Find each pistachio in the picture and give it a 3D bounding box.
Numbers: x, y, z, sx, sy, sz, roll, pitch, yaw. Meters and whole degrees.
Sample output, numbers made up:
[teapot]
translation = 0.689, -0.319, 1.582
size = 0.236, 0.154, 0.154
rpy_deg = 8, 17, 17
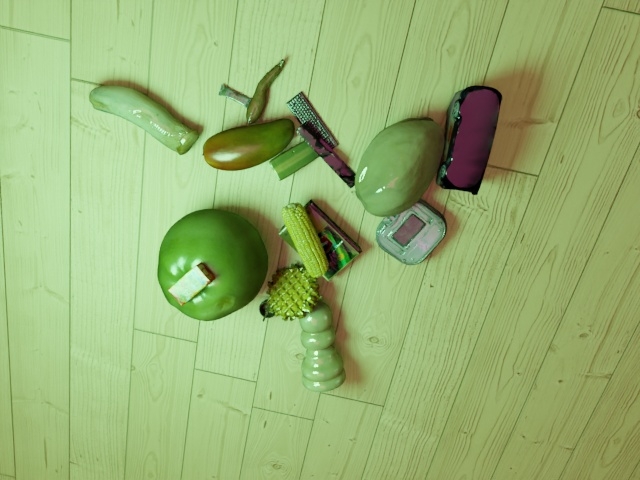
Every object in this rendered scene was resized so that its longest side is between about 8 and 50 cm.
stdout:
[pistachio]
translation = 0.233, -0.222, 1.321
size = 0.226, 0.208, 0.331
rpy_deg = 29, 97, -13

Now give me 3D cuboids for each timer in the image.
[timer]
translation = 0.295, -0.028, 1.455
size = 0.191, 0.069, 0.208
rpy_deg = 35, 110, -5

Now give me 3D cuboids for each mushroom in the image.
[mushroom]
translation = -0.546, -0.382, 1.391
size = 0.352, 0.095, 0.122
rpy_deg = 28, 127, -3

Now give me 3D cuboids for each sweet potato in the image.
[sweet potato]
translation = -0.171, -0.453, 1.356
size = 0.050, 0.050, 0.214
rpy_deg = 28, 103, -5

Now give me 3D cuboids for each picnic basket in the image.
[picnic basket]
translation = -0.188, 0.248, 1.585
size = 0.072, 0.083, 0.071
rpy_deg = 2, 111, 4

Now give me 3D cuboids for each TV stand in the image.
[TV stand]
translation = 0.024, -0.266, 1.398
size = 0.036, 0.042, 0.249
rpy_deg = -40, 106, 24

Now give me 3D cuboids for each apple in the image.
[apple]
translation = -0.338, 0.073, 1.415
size = 0.358, 0.357, 0.356
rpy_deg = 2, 110, 4

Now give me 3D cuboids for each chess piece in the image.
[chess piece]
translation = -0.009, 0.361, 1.576
size = 0.167, 0.167, 0.299
rpy_deg = -7, 104, 7

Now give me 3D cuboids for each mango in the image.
[mango]
translation = -0.216, -0.290, 1.364
size = 0.290, 0.146, 0.129
rpy_deg = -15, 112, 9

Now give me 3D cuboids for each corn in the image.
[corn]
translation = -0.046, -0.003, 1.414
size = 0.081, 0.081, 0.248
rpy_deg = -22, 104, 12

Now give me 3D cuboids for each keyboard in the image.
[keyboard]
translation = -0.025, -0.363, 1.394
size = 0.064, 0.010, 0.198
rpy_deg = -33, 104, 17

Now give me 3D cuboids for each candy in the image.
[candy]
translation = -0.356, 0.121, 1.235
size = 0.122, 0.038, 0.062
rpy_deg = -39, 93, 17

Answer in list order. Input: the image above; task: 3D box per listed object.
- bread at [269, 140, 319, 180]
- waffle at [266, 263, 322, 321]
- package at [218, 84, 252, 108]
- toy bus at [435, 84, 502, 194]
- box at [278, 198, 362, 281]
[bread]
translation = -0.080, -0.253, 1.398
size = 0.139, 0.084, 0.074
rpy_deg = -26, 104, 13
[waffle]
translation = -0.091, 0.173, 1.518
size = 0.193, 0.070, 0.197
rpy_deg = -16, 63, 21
[package]
translation = -0.260, -0.442, 1.383
size = 0.111, 0.015, 0.037
rpy_deg = 25, 104, -6
[toy bus]
translation = 0.425, -0.292, 1.306
size = 0.128, 0.147, 0.302
rpy_deg = 5, 108, -2
[box]
translation = 0.000, 0.000, 1.488
size = 0.240, 0.071, 0.159
rpy_deg = 43, 105, -10
